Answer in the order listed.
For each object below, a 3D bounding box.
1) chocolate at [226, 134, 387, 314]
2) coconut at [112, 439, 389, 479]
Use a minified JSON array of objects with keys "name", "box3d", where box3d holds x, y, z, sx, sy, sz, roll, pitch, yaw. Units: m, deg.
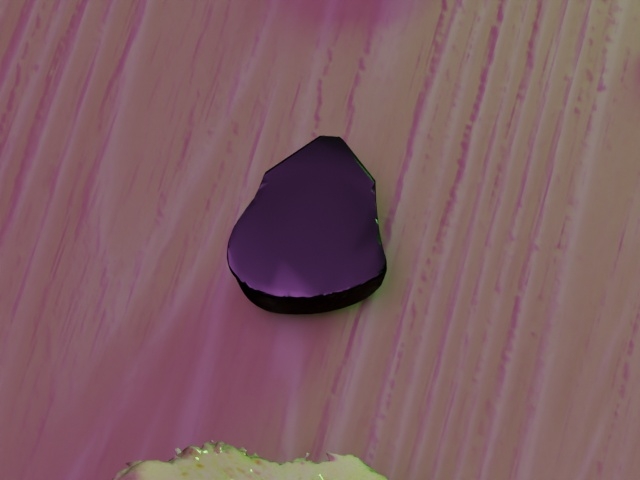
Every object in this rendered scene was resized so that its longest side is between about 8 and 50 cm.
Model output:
[{"name":"chocolate","box3d":[0.000,0.000,1.525,0.125,0.080,0.148,27,71,7]},{"name":"coconut","box3d":[-0.061,0.314,1.319,0.297,0.309,0.297,9,40,-7]}]
